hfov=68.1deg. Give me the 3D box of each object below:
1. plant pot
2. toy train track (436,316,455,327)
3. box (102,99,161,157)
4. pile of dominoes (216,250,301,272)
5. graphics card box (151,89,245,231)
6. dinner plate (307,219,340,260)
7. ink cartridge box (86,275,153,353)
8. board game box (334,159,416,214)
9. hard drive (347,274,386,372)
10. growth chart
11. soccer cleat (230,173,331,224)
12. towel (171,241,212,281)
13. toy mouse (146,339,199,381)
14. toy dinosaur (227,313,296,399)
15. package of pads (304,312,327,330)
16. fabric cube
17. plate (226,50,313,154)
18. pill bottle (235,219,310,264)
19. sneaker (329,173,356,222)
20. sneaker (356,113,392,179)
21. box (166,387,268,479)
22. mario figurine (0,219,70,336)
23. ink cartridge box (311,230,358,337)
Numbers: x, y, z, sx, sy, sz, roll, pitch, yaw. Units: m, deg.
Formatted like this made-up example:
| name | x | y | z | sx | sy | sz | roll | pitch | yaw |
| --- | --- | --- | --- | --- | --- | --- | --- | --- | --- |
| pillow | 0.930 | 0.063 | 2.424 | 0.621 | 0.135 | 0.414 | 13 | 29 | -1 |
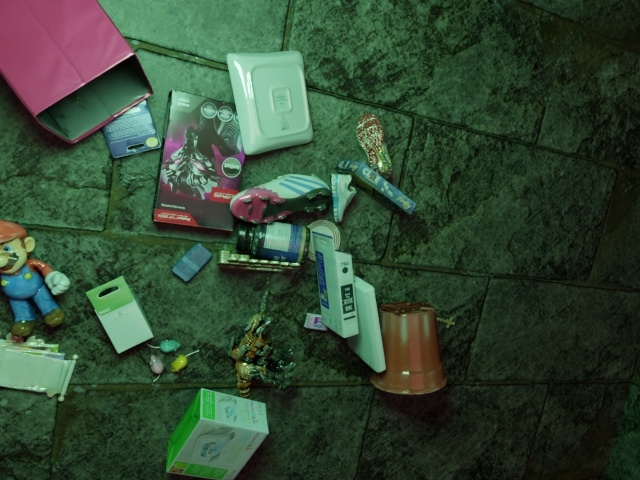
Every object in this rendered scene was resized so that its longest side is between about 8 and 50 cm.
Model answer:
| name | x | y | z | sx | sy | sz | roll | pitch | yaw |
| --- | --- | --- | --- | --- | --- | --- | --- | --- | --- |
| plant pot | 0.308 | 0.365 | 1.682 | 0.272 | 0.272 | 0.265 | -4 | 96 | -21 |
| toy train track | 0.493 | 0.317 | 1.869 | 0.083 | 0.014 | 0.048 | 18 | 102 | -19 |
| box | -0.535 | -0.350 | 1.290 | 0.136 | 0.036 | 0.225 | -18 | 106 | -17 |
| pile of dominoes | -0.186 | 0.062 | 1.449 | 0.251 | 0.196 | 0.040 | 6 | 78 | -23 |
| graphics card box | -0.342 | -0.222 | 1.366 | 0.232 | 0.094 | 0.371 | 8 | 97 | -24 |
| dinner plate | 0.000 | 0.000 | 1.596 | 0.141 | 0.017 | 0.141 | -5 | 105 | -21 |
| ink cartridge box | -0.583 | 0.210 | 1.383 | 0.108 | 0.062 | 0.209 | -25 | 109 | -15 |
| board game box | 0.179 | -0.176 | 1.548 | 0.243 | 0.165 | 0.042 | 33 | 88 | -25 |
| hard drive | 0.133 | 0.265 | 1.591 | 0.040 | 0.203 | 0.308 | -19 | 114 | -22 |
| growth chart | -0.820 | 0.354 | 1.343 | 0.237 | 0.021 | 0.172 | 25 | 91 | -25 |
| soccer cleat | -0.129 | -0.137 | 1.448 | 0.331 | 0.143 | 0.116 | -9 | 134 | -27 |
| towel | -0.392 | 0.066 | 1.446 | 0.119 | 0.029 | 0.067 | -46 | 114 | -6 |
| toy mouse | -0.485 | 0.364 | 1.474 | 0.161 | 0.031 | 0.143 | -45 | 114 | -7 |
| toy dinosaur | -0.203 | 0.402 | 1.560 | 0.218 | 0.164 | 0.322 | 12 | 122 | -10 |
| package of pads | -0.013 | 0.282 | 1.646 | 0.083 | 0.032 | 0.050 | 13 | 97 | -24 |
| fabric cube | -0.589 | -0.423 | 1.100 | 0.259 | 0.254 | 0.258 | -37 | 95 | -10 |
| plate | -0.126 | -0.407 | 1.381 | 0.277 | 0.045 | 0.278 | -23 | 111 | -42 |
| pill bottle | -0.148 | 0.001 | 1.469 | 0.219 | 0.123 | 0.123 | 9 | 98 | -10 |
| sneaker | 0.076 | -0.134 | 1.530 | 0.082 | 0.071 | 0.191 | -7 | 136 | -2 |
| sneaker | 0.177 | -0.306 | 1.570 | 0.088 | 0.093 | 0.226 | -14 | 93 | 11 |
| box | -0.328 | 0.621 | 1.506 | 0.231 | 0.127 | 0.262 | 24 | 113 | -24 |
| mario figurine | -0.789 | 0.101 | 1.212 | 0.198 | 0.170 | 0.321 | -41 | 127 | -47 |
| ink cartridge box | 0.047 | 0.132 | 1.540 | 0.065 | 0.165 | 0.333 | -12 | 104 | -23 |
